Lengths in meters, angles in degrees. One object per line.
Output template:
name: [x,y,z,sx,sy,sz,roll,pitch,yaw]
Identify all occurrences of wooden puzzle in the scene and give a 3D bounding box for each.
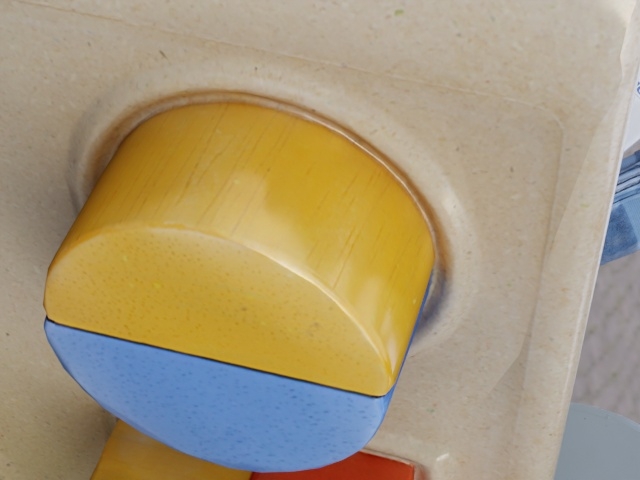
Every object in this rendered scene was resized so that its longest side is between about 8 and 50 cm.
wooden puzzle: [-0.090,0.036,0.448,0.080,0.322,0.348,-65,164,-46]

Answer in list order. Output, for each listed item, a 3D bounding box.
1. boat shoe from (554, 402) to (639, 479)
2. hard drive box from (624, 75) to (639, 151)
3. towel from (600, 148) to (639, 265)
boat shoe: [0.070,0.116,0.616,0.083,0.183,0.065,50,44,-40]
hard drive box: [0.187,-0.115,1.419,0.181,0.232,0.089,49,-20,6]
towel: [0.182,-0.022,0.832,0.067,0.119,0.029,59,8,-49]
